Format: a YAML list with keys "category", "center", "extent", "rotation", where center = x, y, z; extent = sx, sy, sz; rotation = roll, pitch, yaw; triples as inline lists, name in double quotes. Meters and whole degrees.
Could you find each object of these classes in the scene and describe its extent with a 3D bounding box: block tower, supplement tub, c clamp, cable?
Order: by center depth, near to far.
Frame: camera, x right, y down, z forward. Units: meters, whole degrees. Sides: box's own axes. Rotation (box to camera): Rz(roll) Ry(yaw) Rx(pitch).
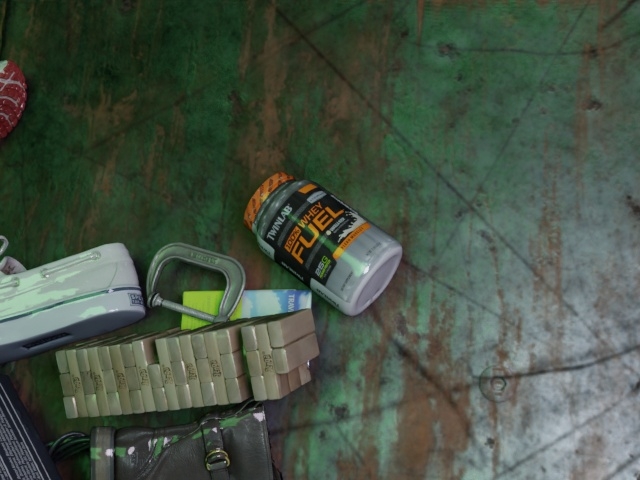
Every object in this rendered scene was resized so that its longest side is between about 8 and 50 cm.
- category: "block tower"
  center: [-0.173, 0.155, 1.022]
  extent: [0.335, 0.097, 0.091]
  rotation: [-11, 90, 24]
- category: "supplement tub"
  center: [0.000, 0.000, 1.063]
  extent: [0.190, 0.117, 0.117]
  rotation: [36, 85, 19]
- category: "cable"
  center: [-0.329, 0.340, 1.080]
  extent: [0.184, 0.047, 0.150]
  rotation: [-43, 71, -2]
- category: "c clamp"
  center: [-0.166, 0.075, 1.086]
  extent: [0.161, 0.022, 0.137]
  rotation: [21, 81, 18]

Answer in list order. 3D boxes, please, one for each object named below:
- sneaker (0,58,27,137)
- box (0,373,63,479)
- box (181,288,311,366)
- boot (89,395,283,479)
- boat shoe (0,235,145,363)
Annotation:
- category: "sneaker"
  center: [-0.532, -0.181, 1.246]
  extent: [0.093, 0.088, 0.225]
  rotation: [32, 83, 20]
- category: "box"
  center: [-0.475, 0.296, 0.956]
  extent: [0.183, 0.294, 0.296]
  rotation: [-47, 57, 7]
- category: "box"
  center: [-0.095, 0.120, 1.089]
  extent: [0.178, 0.042, 0.109]
  rotation: [-2, 75, 13]
- category: "boot"
  center: [-0.157, 0.320, 1.013]
  extent: [0.229, 0.091, 0.263]
  rotation: [-4, 108, -11]
- category: "boat shoe"
  center: [-0.429, 0.074, 1.129]
  extent: [0.367, 0.136, 0.156]
  rotation: [-16, 72, 5]
